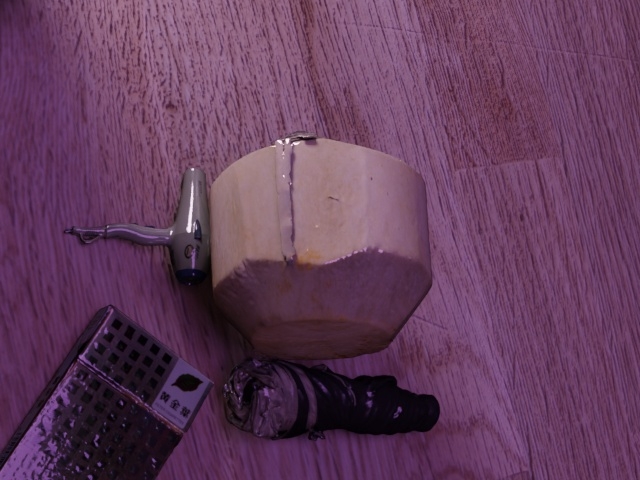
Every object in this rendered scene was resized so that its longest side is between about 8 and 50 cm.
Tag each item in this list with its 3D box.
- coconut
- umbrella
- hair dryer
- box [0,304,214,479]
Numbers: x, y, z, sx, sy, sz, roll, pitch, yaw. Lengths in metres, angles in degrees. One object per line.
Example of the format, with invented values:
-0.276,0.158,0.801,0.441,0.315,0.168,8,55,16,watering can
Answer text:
0.000,0.000,1.506,0.323,0.323,0.322,9,74,-31,coconut
0.021,0.234,1.607,0.358,0.106,0.113,12,81,-38,umbrella
-0.230,-0.039,1.540,0.199,0.067,0.167,20,58,-11,hair dryer
-0.287,0.261,1.417,0.180,0.047,0.324,41,61,-18,box
